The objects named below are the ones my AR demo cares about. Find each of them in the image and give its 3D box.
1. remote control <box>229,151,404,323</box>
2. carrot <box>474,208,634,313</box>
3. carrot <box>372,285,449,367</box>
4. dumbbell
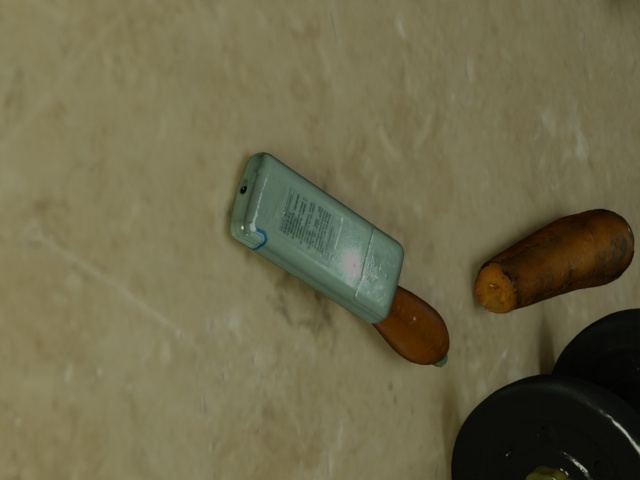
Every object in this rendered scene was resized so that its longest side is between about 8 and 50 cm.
[{"bbox_3d":[0.000,0.000,0.992,0.124,0.018,0.053,32,63,-39],"label":"remote control"},{"bbox_3d":[0.157,0.014,1.235,0.161,0.055,0.055,-16,104,-49],"label":"carrot"},{"bbox_3d":[0.039,0.036,1.063,0.142,0.035,0.035,45,53,-43],"label":"carrot"},{"bbox_3d":[0.185,0.134,1.188,0.325,0.143,0.143,-26,112,-55],"label":"dumbbell"}]
